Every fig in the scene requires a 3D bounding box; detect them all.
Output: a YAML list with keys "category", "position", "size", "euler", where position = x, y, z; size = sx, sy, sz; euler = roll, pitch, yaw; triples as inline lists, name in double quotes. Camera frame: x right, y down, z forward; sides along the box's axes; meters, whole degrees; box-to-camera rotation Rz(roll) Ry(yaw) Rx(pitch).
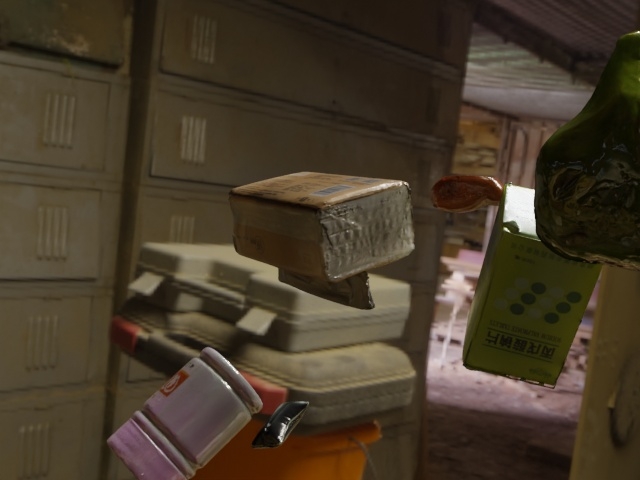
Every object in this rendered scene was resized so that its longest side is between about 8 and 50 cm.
- category: "fig"
  position: [0.352, -0.104, 0.897]
  size: [0.206, 0.275, 0.206]
  euler: [11, 0, 0]

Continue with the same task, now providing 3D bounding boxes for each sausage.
- category: "sausage"
  position: [0.332, -0.107, 1.772]
  size: [0.179, 0.089, 0.089]
  euler: [0, 1, 21]

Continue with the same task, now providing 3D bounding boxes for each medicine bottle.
- category: "medicine bottle"
  position: [-0.310, 0.422, 1.834]
  size: [0.316, 0.202, 0.202]
  euler: [-42, 25, -19]
- category: "medicine bottle"
  position: [0.291, 0.065, 1.111]
  size: [0.137, 0.250, 0.141]
  euler: [12, 35, 6]

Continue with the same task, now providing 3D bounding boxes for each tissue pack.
- category: "tissue pack"
  position: [0.000, 0.000, 1.474]
  size: [0.238, 0.239, 0.305]
  euler: [4, 5, -37]

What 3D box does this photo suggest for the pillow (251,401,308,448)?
- category: "pillow"
  position: [-0.086, 0.396, 1.704]
  size: [0.055, 0.091, 0.136]
  euler: [41, 48, 4]
